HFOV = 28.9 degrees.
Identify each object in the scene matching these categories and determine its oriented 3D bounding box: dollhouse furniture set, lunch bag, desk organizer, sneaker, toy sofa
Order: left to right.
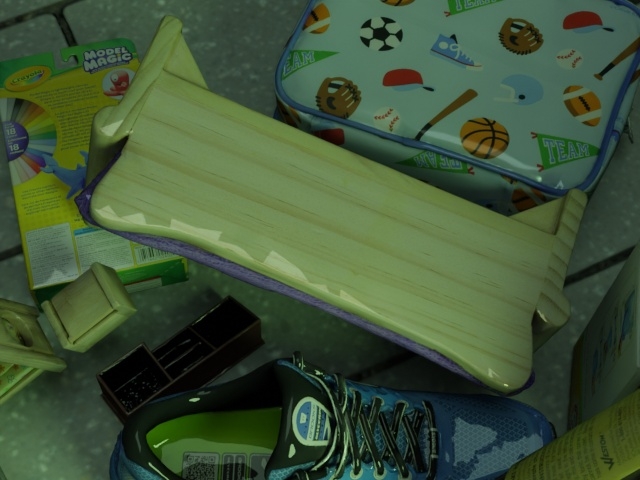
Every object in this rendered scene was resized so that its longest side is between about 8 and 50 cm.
[{"bbox_3d":[-0.265,0.035,0.926,0.182,0.101,0.161,-38,68,10],"label":"dollhouse furniture set"},{"bbox_3d":[-0.109,0.092,0.970,0.130,0.050,0.047,-35,70,-18],"label":"desk organizer"},{"bbox_3d":[0.000,0.000,0.932,0.362,0.150,0.177,22,63,-3],"label":"toy sofa"},{"bbox_3d":[0.011,0.157,0.889,0.329,0.147,0.130,-3,64,-4],"label":"sneaker"},{"bbox_3d":[0.125,-0.139,1.060,0.303,0.115,0.243,21,62,9],"label":"lunch bag"}]

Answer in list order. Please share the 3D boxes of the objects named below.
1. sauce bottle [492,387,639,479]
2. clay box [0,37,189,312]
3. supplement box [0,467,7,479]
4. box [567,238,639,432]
[{"bbox_3d":[0.163,0.183,0.799,0.111,0.344,0.111,33,37,-29],"label":"sauce bottle"},{"bbox_3d":[-0.195,-0.060,1.041,0.127,0.053,0.222,-12,64,-8],"label":"clay box"},{"bbox_3d":[-0.270,0.147,0.836,0.078,0.233,0.080,-27,64,-14],"label":"supplement box"},{"bbox_3d":[0.256,0.094,0.896,0.114,0.203,0.103,10,62,0],"label":"box"}]
